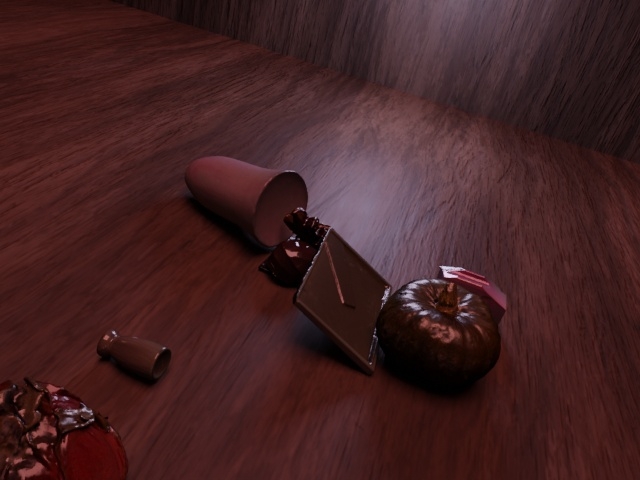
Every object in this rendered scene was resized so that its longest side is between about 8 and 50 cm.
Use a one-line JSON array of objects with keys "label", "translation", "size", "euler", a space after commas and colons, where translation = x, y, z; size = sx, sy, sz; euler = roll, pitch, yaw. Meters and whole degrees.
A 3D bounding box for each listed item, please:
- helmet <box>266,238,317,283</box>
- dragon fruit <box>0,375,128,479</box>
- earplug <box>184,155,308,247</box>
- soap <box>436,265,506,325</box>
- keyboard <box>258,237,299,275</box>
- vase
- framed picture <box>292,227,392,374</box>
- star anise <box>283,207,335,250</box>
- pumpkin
[{"label": "helmet", "translation": [-0.045, 0.037, 1.055], "size": [0.123, 0.071, 0.098], "euler": [-2, 42, -35]}, {"label": "dragon fruit", "translation": [-0.327, 0.232, 0.559], "size": [0.223, 0.148, 0.219], "euler": [2, 34, -19]}, {"label": "earplug", "translation": [-0.196, -0.118, 1.177], "size": [0.301, 0.173, 0.172], "euler": [25, 31, 32]}, {"label": "soap", "translation": [0.302, 0.116, 1.058], "size": [0.148, 0.100, 0.056], "euler": [21, 32, 8]}, {"label": "keyboard", "translation": [-0.078, 0.034, 1.117], "size": [0.053, 0.010, 0.155], "euler": [23, 32, 12]}, {"label": "vase", "translation": [-0.281, 0.169, 0.775], "size": [0.100, 0.053, 0.053], "euler": [17, 31, 14]}, {"label": "framed picture", "translation": [0.052, 0.099, 0.969], "size": [0.192, 0.018, 0.265], "euler": [45, 30, -10]}, {"label": "star anise", "translation": [0.000, 0.000, 1.108], "size": [0.097, 0.191, 0.070], "euler": [-11, 36, 46]}, {"label": "pumpkin", "translation": [0.216, 0.149, 0.913], "size": [0.218, 0.163, 0.219], "euler": [10, 28, -5]}]
